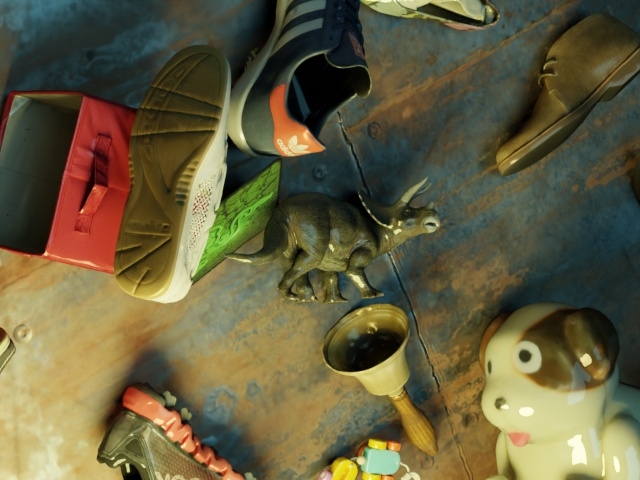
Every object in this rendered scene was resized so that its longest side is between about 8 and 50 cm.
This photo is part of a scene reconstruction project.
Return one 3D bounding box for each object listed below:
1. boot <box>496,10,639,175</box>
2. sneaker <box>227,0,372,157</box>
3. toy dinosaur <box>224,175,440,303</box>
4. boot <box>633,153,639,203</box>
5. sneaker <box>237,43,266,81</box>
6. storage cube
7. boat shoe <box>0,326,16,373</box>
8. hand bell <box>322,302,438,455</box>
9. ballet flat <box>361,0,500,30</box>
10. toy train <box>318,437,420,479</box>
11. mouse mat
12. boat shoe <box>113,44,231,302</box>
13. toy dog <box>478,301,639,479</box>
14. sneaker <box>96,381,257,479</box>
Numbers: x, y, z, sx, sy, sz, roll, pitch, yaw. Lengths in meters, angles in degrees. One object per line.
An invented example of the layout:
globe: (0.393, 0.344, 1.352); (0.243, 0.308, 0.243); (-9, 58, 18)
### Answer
boot: (0.345, -0.212, 2.066); (0.305, 0.112, 0.115); (-42, 84, -17)
sneaker: (0.016, -0.255, 1.783); (0.131, 0.148, 0.350); (36, 71, -48)
toy dinosaur: (0.000, 0.000, 1.860); (0.313, 0.121, 0.160); (1, 82, -28)
boot: (0.629, -0.118, 2.235); (0.280, 0.096, 0.264); (-46, 115, -21)
sneaker: (-0.080, -0.213, 1.824); (0.083, 0.031, 0.035); (-61, 145, -18)
storage cube: (-0.251, -0.057, 1.625); (0.193, 0.215, 0.184); (16, 86, -38)
boat shoe: (-0.421, 0.198, 1.622); (0.223, 0.080, 0.073); (-50, 123, -12)
hand bell: (0.107, 0.213, 1.953); (0.126, 0.126, 0.242); (-45, 128, -21)
ballet flat: (0.152, -0.330, 1.926); (0.221, 0.079, 0.077); (11, 90, -32)
toy train: (0.051, 0.341, 1.947); (0.166, 0.046, 0.125); (-33, 112, -22)
mouse mat: (-0.118, -0.012, 1.766); (0.189, 0.152, 0.007); (-39, 70, -23)
boat shoe: (-0.148, -0.069, 1.525); (0.096, 0.098, 0.277); (29, 75, -66)
toy dog: (0.389, 0.265, 2.016); (0.395, 0.284, 0.408); (-50, 115, -19)
sneaker: (-0.171, 0.304, 1.773); (0.276, 0.097, 0.135); (48, 70, -24)
